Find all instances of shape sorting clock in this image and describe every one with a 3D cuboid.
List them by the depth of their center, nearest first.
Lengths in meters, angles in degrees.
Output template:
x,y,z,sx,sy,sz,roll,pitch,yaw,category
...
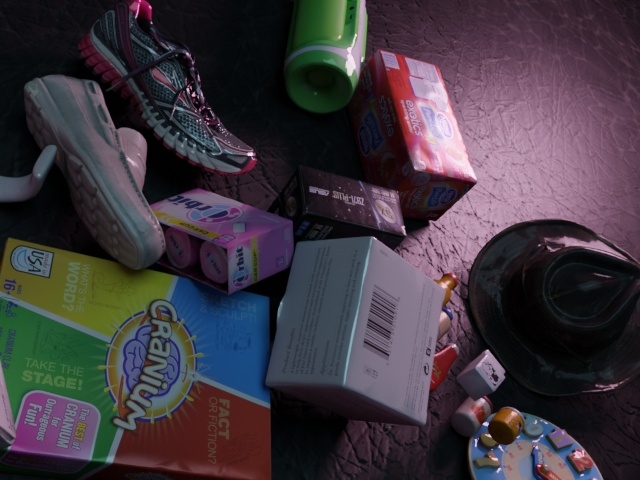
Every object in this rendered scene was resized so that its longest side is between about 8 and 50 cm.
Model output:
x,y,z,sx,sy,sz,roll,pitch,yaw,category
0.296,0.317,1.083,0.206,0.040,0.206,17,37,-13,shape sorting clock

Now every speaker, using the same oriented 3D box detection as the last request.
x,y,z,sx,sy,sz,roll,pitch,yaw,category
0.011,-0.354,1.363,0.131,0.131,0.296,22,48,-19,speaker

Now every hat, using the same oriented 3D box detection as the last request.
x,y,z,sx,sy,sz,roll,pitch,yaw,category
0.405,0.080,1.237,0.331,0.134,0.331,5,64,-10,hat

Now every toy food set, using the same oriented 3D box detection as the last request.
x,y,z,sx,sy,sz,roll,pitch,yaw,category
0.198,0.167,1.107,0.232,0.111,0.104,51,45,5,toy food set

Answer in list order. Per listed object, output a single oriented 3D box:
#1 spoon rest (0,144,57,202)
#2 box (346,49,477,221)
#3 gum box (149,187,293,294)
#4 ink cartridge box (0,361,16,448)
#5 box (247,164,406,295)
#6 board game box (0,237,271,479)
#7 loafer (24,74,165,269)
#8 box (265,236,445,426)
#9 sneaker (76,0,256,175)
x,y,z,sx,sy,sz,roll,pitch,yaw,category
-0.448,-0.103,0.919,0.276,0.084,0.137,16,48,-5,spoon rest
0.142,-0.171,1.314,0.128,0.122,0.257,7,55,-29,box
-0.137,-0.005,0.985,0.188,0.062,0.107,20,30,38,gum box
-0.401,0.131,0.700,0.219,0.092,0.160,-17,66,-15,ink cartridge box
0.000,0.000,1.052,0.147,0.180,0.077,13,50,-26,box
-0.210,0.145,0.886,0.317,0.064,0.242,15,51,-24,board game box
-0.257,-0.097,0.969,0.111,0.112,0.319,-19,57,-29,loafer
0.048,0.113,0.965,0.182,0.119,0.181,34,61,-45,box
-0.199,-0.204,1.093,0.299,0.112,0.121,45,13,2,sneaker
